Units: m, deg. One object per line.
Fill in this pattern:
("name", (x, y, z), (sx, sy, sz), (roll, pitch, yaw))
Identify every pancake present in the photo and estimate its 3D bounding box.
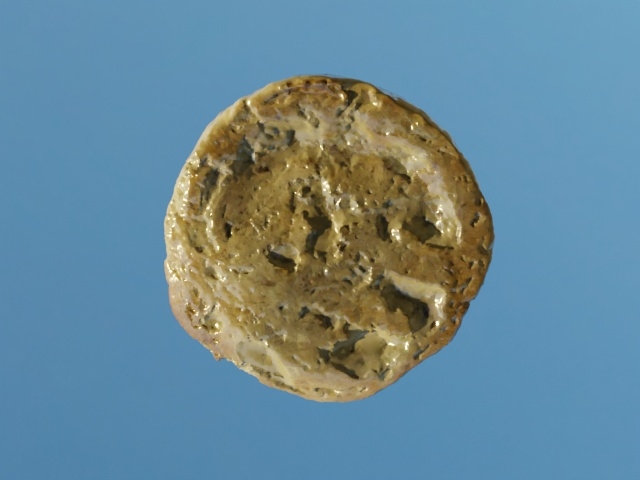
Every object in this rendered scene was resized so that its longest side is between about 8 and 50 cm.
("pancake", (0.000, 0.000, 0.651), (0.151, 0.151, 0.025), (21, -164, -7))
